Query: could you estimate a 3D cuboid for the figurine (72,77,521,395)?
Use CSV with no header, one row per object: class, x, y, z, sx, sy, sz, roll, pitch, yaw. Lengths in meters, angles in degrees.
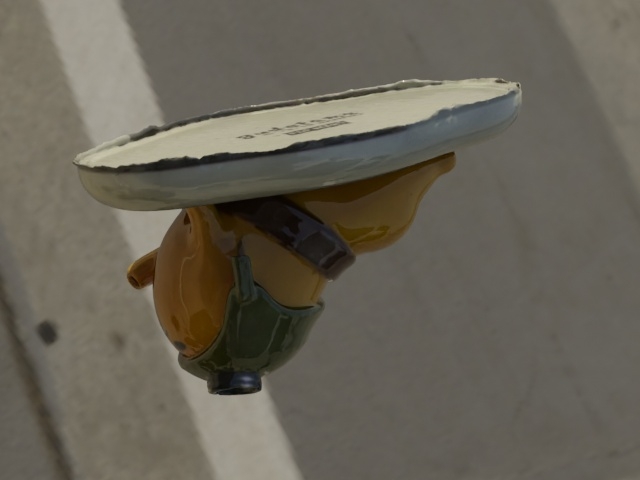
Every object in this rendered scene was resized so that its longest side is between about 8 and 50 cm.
figurine,0.000,0.000,0.948,0.250,0.166,0.141,-12,101,-17
